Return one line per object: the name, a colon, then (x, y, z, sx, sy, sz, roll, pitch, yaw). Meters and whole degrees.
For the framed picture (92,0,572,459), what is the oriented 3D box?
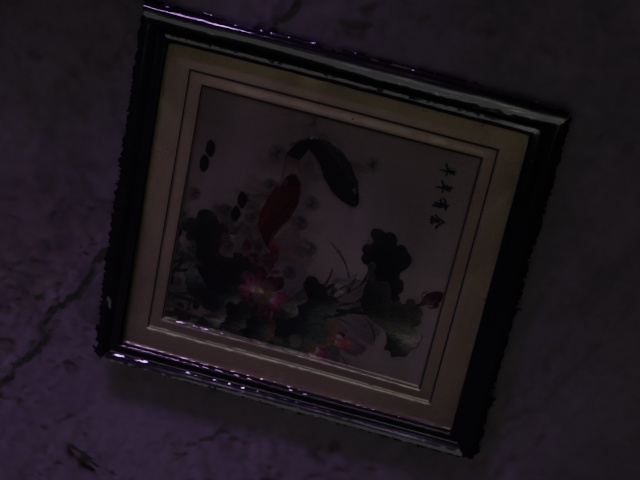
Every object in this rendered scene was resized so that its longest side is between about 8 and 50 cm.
framed picture: (0.000, 0.000, 0.920, 0.199, 0.010, 0.195, 15, 122, 5)
